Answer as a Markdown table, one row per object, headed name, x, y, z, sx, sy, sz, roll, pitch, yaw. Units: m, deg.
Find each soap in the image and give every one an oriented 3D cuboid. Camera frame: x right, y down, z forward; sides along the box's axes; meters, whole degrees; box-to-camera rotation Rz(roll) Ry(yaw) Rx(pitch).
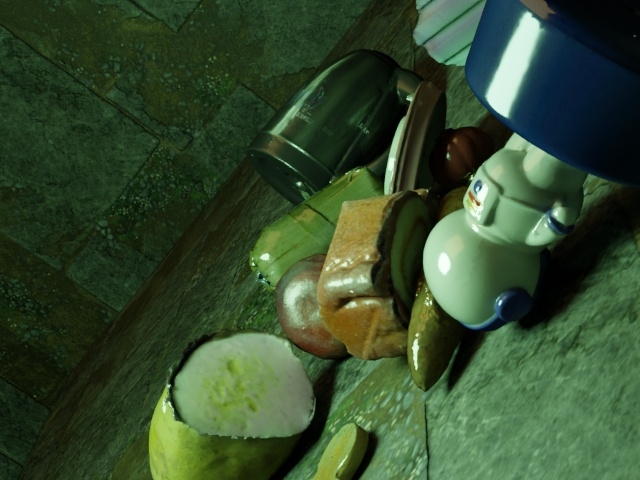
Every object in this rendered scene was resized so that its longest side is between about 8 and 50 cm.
| name | x | y | z | sx | sy | sz | roll | pitch | yaw |
| --- | --- | --- | --- | --- | --- | --- | --- | --- | --- |
| soap | 0.269 | -0.405 | 1.876 | 0.109 | 0.193 | 0.324 | -58 | 12 | -23 |

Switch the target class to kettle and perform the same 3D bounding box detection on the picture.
| name | x | y | z | sx | sy | sz | roll | pitch | yaw |
| --- | --- | --- | --- | --- | --- | --- | --- | --- | --- |
| kettle | 0.065 | -0.217 | 2.143 | 0.321 | 0.228 | 0.324 | 21 | 70 | 50 |

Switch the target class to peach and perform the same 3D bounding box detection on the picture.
| name | x | y | z | sx | sy | sz | roll | pitch | yaw |
| --- | --- | --- | --- | --- | --- | --- | --- | --- | --- |
| peach | 0.001 | 0.093 | 1.666 | 0.152 | 0.152 | 0.152 | -50 | 14 | 17 |

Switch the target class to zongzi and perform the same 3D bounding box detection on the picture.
| name | x | y | z | sx | sy | sz | roll | pitch | yaw |
| --- | --- | --- | --- | --- | --- | --- | --- | --- | --- |
| zongzi | 0.000 | 0.000 | 1.855 | 0.251 | 0.125 | 0.274 | -34 | -4 | -5 |

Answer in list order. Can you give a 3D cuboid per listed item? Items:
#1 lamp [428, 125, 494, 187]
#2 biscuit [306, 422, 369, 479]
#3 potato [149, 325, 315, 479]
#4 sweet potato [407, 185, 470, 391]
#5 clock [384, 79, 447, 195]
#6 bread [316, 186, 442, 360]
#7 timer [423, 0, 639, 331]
| name | x | y | z | sx | sy | sz | roll | pitch | yaw |
| --- | --- | --- | --- | --- | --- | --- | --- | --- | --- |
| lamp | 0.201 | -0.119 | 1.617 | 0.101 | 0.090 | 0.101 | -29 | -19 | -11 |
| biscuit | -0.006 | 0.324 | 1.353 | 0.234 | 0.030 | 0.153 | -60 | 15 | -24 |
| potato | -0.152 | 0.285 | 1.632 | 0.229 | 0.229 | 0.266 | -70 | 5 | -49 |
| sweet potato | 0.169 | 0.030 | 1.364 | 0.341 | 0.092 | 0.114 | -68 | -6 | -46 |
| clock | 0.135 | -0.116 | 1.663 | 0.244 | 0.056 | 0.244 | 11 | -90 | -78 |
| bread | 0.083 | 0.035 | 1.440 | 0.123 | 0.190 | 0.244 | -7 | 38 | 27 |
| timer | 0.227 | -0.073 | 1.164 | 0.270 | 0.270 | 0.383 | -78 | 13 | -60 |
